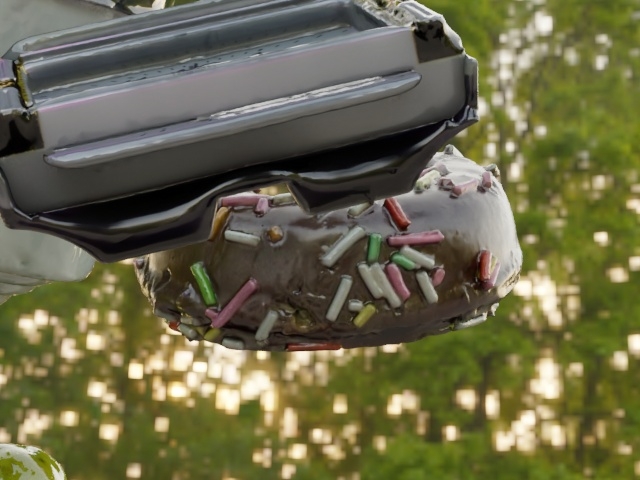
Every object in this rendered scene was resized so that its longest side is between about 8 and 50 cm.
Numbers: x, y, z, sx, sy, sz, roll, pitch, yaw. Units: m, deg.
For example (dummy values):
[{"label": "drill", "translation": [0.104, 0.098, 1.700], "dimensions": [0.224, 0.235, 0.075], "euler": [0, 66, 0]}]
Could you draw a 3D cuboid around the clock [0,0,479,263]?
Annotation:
[{"label": "clock", "translation": [-0.058, -0.068, 0.867], "dimensions": [0.253, 0.083, 0.186], "euler": [-13, 19, -9]}]

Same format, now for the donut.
[{"label": "donut", "translation": [0.006, 0.005, 1.430], "dimensions": [0.345, 0.136, 0.259], "euler": [-5, 13, -2]}]

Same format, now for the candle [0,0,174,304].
[{"label": "candle", "translation": [-0.221, -0.088, 1.065], "dimensions": [0.221, 0.342, 0.221], "euler": [15, 3, -1]}]

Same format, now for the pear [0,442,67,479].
[{"label": "pear", "translation": [-0.225, 0.186, 1.168], "dimensions": [0.092, 0.097, 0.092], "euler": [17, -40, 14]}]
